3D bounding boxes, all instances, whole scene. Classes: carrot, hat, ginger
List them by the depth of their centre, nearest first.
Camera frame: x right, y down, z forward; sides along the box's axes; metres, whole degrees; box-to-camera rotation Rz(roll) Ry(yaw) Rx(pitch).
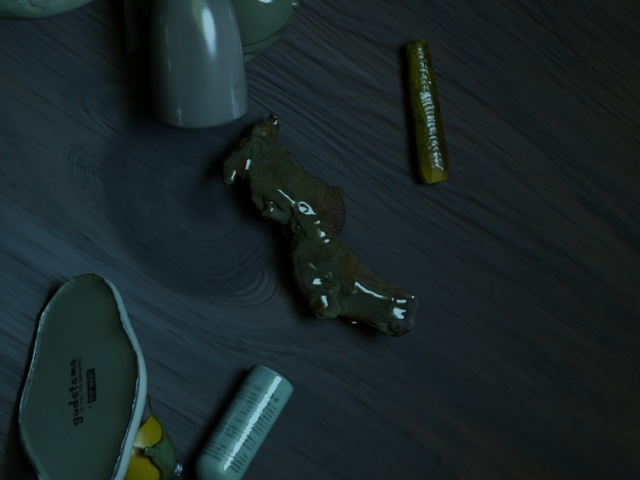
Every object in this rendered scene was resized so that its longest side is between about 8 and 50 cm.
[{"bbox_3d":[-0.113,-0.271,1.951,0.175,0.085,0.147,16,80,-27],"label":"hat"},{"bbox_3d":[-0.002,-0.002,2.003,0.290,0.084,0.122,52,45,-10],"label":"ginger"},{"bbox_3d":[0.122,-0.151,2.088,0.042,0.042,0.171,-8,90,-27],"label":"carrot"}]

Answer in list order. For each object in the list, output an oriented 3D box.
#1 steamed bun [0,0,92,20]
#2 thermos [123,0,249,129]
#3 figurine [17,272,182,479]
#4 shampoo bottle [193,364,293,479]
[{"bbox_3d":[-0.317,-0.377,1.776,0.312,0.233,0.334,-34,93,-23],"label":"steamed bun"},{"bbox_3d":[-0.149,-0.226,1.898,0.105,0.137,0.193,-37,129,-52],"label":"thermos"},{"bbox_3d":[-0.205,0.169,1.859,0.141,0.166,0.250,25,61,-47],"label":"figurine"},{"bbox_3d":[-0.100,0.228,1.939,0.056,0.056,0.195,39,71,-19],"label":"shampoo bottle"}]
